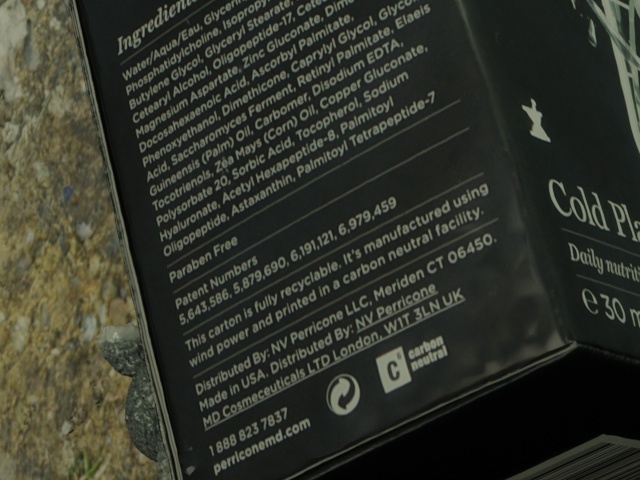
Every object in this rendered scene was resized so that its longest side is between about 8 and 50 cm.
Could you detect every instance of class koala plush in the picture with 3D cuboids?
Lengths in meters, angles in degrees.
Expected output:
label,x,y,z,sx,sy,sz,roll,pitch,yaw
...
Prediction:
label,x,y,z,sx,sy,sz,roll,pitch,yaw
koala plush,-0.083,0.151,1.492,0.203,0.221,0.196,-42,58,24

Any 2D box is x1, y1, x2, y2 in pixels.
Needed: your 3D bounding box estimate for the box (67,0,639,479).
label,x,y,z,sx,sy,sz,roll,pitch,yaw
box,0.106,-0.051,1.218,0.297,0.480,0.472,-30,63,29
